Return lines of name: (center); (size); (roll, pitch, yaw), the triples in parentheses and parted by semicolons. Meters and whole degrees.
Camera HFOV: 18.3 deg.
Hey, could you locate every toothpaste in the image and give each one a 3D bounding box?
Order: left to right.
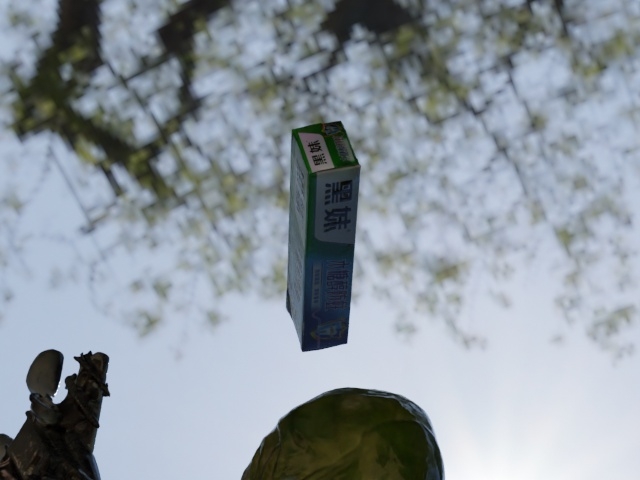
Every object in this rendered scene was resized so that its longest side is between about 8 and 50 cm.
toothpaste: (0.000, 0.000, 0.603); (0.017, 0.083, 0.020); (-10, -130, -11)

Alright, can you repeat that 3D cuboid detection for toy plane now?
toy plane: (-0.192, 0.169, 1.434); (0.169, 0.078, 0.246); (-56, -160, 5)

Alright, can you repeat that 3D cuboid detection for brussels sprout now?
brussels sprout: (0.014, 0.164, 1.345); (0.155, 0.117, 0.155); (-19, -140, 17)
